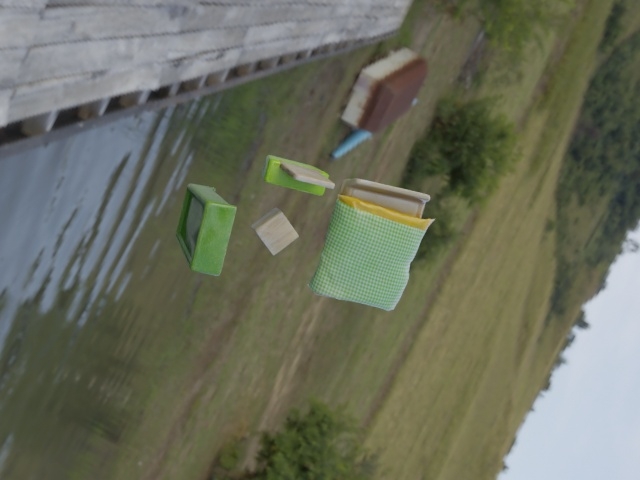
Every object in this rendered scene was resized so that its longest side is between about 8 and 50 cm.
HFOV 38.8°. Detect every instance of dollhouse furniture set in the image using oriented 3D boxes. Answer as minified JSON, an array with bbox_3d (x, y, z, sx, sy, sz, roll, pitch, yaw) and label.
[{"bbox_3d":[0.000,0.000,0.507,0.058,0.151,0.076,-139,-117,-65],"label":"dollhouse furniture set"}]
